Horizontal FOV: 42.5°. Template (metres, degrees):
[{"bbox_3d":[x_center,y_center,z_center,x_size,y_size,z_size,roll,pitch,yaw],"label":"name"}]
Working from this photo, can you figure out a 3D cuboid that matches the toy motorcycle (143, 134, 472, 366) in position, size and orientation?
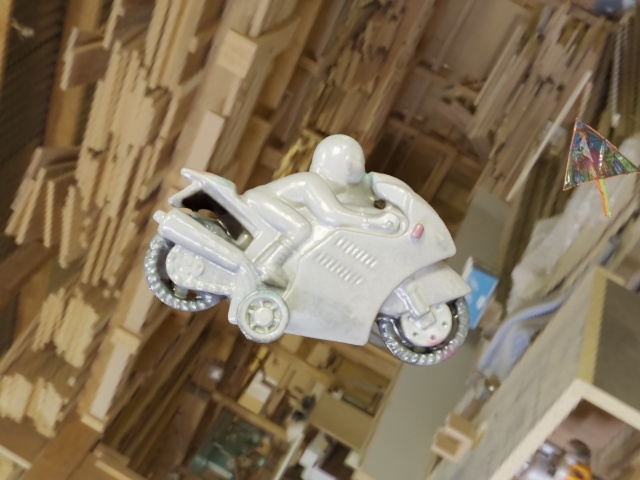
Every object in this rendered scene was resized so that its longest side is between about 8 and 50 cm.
[{"bbox_3d":[0.000,0.000,0.648,0.110,0.260,0.171,138,145,-85],"label":"toy motorcycle"}]

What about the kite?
[{"bbox_3d":[0.412,-0.110,1.243,0.010,0.159,0.190,-23,2,-17],"label":"kite"}]
